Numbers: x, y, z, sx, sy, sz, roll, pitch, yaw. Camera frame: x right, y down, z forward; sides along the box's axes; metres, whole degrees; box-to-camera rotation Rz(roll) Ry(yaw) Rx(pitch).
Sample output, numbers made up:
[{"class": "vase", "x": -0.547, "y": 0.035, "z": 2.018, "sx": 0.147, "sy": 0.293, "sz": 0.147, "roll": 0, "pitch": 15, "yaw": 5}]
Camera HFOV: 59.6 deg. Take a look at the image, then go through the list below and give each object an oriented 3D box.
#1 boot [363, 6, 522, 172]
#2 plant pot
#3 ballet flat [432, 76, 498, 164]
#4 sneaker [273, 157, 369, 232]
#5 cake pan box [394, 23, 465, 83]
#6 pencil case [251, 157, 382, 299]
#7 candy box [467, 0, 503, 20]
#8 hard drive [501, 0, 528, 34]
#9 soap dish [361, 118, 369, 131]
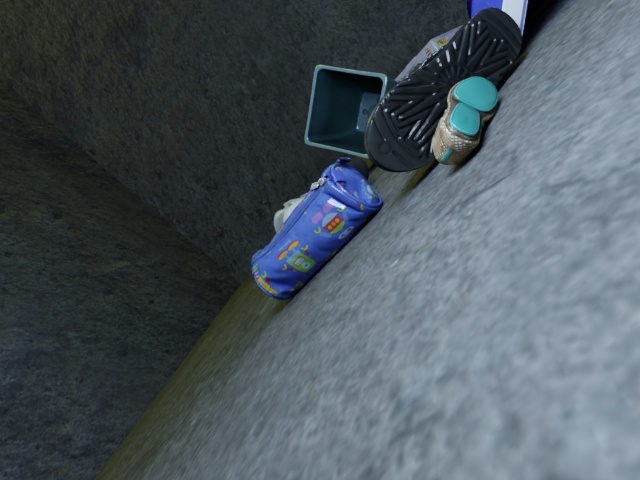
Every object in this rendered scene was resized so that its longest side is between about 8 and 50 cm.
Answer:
[{"class": "boot", "x": 0.181, "y": -0.233, "z": 0.993, "sx": 0.348, "sy": 0.131, "sz": 0.260, "roll": -44, "pitch": 8, "yaw": -13}, {"class": "plant pot", "x": 0.132, "y": -0.408, "z": 1.791, "sx": 0.252, "sy": 0.248, "sz": 0.247, "roll": -15, "pitch": -61, "yaw": -58}, {"class": "ballet flat", "x": 0.195, "y": -0.166, "z": 0.775, "sx": 0.206, "sy": 0.073, "sz": 0.067, "roll": -49, "pitch": -10, "yaw": -48}, {"class": "sneaker", "x": 0.046, "y": -0.105, "z": 1.373, "sx": 0.146, "sy": 0.122, "sz": 0.330, "roll": -6, "pitch": 30, "yaw": 48}, {"class": "cake pan box", "x": 0.383, "y": -0.576, "z": 1.761, "sx": 0.246, "sy": 0.070, "sz": 0.267, "roll": -28, "pitch": -3, "yaw": -24}, {"class": "pencil case", "x": -0.018, "y": -0.016, "z": 1.091, "sx": 0.306, "sy": 0.133, "sz": 0.119, "roll": -47, "pitch": 35, "yaw": 27}, {"class": "candy box", "x": 0.416, "y": -0.668, "z": 1.325, "sx": 0.317, "sy": 0.122, "sz": 0.268, "roll": -66, "pitch": -24, "yaw": -57}, {"class": "hard drive", "x": 0.383, "y": -0.489, "z": 1.056, "sx": 0.319, "sy": 0.040, "sz": 0.210, "roll": -55, "pitch": -30, "yaw": -51}, {"class": "soap dish", "x": 0.266, "y": -0.463, "z": 2.005, "sx": 0.229, "sy": 0.118, "sz": 0.291, "roll": -46, "pitch": 5, "yaw": 29}]
